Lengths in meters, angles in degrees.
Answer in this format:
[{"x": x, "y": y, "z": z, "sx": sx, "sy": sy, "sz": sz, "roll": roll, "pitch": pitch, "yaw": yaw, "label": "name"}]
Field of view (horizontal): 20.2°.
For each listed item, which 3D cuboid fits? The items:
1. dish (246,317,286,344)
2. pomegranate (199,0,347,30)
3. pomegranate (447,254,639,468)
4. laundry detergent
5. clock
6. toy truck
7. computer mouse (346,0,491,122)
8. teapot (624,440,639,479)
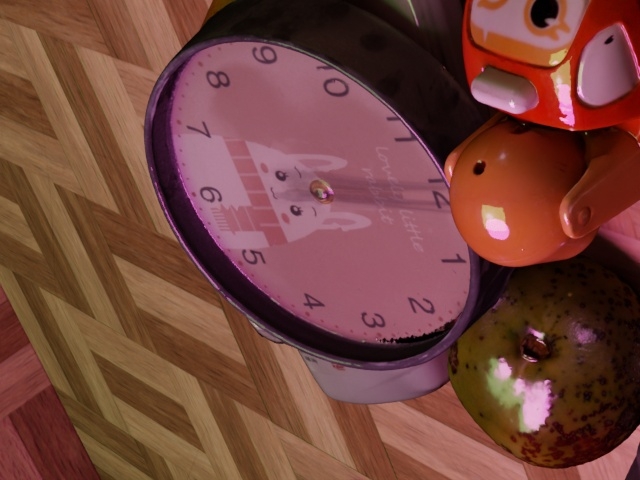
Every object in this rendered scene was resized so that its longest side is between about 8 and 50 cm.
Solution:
[{"x": -0.052, "y": 0.084, "z": 2.390, "sx": 0.224, "sy": 0.078, "sz": 0.246, "roll": 38, "pitch": 153, "yaw": 29, "label": "dish"}, {"x": -0.023, "y": -0.187, "z": 1.792, "sx": 0.221, "sy": 0.221, "sz": 0.257, "roll": 44, "pitch": 162, "yaw": 21, "label": "pomegranate"}, {"x": 0.241, "y": 0.123, "z": 1.779, "sx": 0.214, "sy": 0.214, "sz": 0.248, "roll": 40, "pitch": -174, "yaw": 29, "label": "pomegranate"}, {"x": 0.000, "y": 0.000, "z": 2.127, "sx": 0.398, "sy": 0.124, "sz": 0.264, "roll": 62, "pitch": 157, "yaw": -13, "label": "laundry detergent"}, {"x": 0.002, "y": -0.046, "z": 1.672, "sx": 0.386, "sy": 0.076, "sz": 0.386, "roll": 23, "pitch": 137, "yaw": 24, "label": "clock"}, {"x": 0.191, "y": -0.118, "z": 1.444, "sx": 0.189, "sy": 0.239, "sz": 0.265, "roll": 25, "pitch": 143, "yaw": 48, "label": "toy truck"}, {"x": 0.087, "y": -0.173, "z": 1.665, "sx": 0.197, "sy": 0.095, "sz": 0.331, "roll": -105, "pitch": -3, "yaw": -70, "label": "computer mouse"}, {"x": 0.388, "y": 0.213, "z": 1.540, "sx": 0.239, "sy": 0.239, "sz": 0.321, "roll": 36, "pitch": 143, "yaw": 4, "label": "teapot"}]
